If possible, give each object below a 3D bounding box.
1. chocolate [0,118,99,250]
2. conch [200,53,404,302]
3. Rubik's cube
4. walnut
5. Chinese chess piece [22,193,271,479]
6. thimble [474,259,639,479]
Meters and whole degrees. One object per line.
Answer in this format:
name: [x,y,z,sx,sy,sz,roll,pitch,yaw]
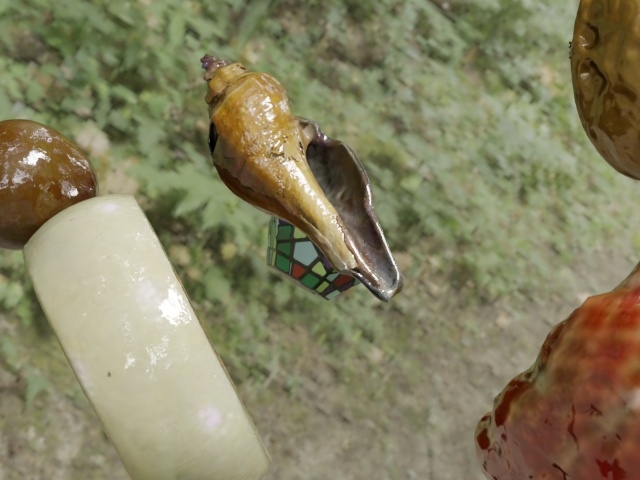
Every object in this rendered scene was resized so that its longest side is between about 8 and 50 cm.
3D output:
chocolate: [-0.359,-0.066,1.647,0.177,0.176,0.176,30,21,-13]
conch: [-0.022,-0.047,0.961,0.232,0.080,0.086,49,52,5]
Rubik's cube: [0.000,0.000,1.469,0.133,0.112,0.133,32,-3,2]
walnut: [0.274,-0.136,0.975,0.167,0.211,0.087,-10,5,-10]
Chinese chess piece: [-0.136,0.092,1.046,0.273,0.102,0.273,61,-8,14]
thimble: [0.275,0.106,0.772,0.230,0.350,0.350,52,25,17]
